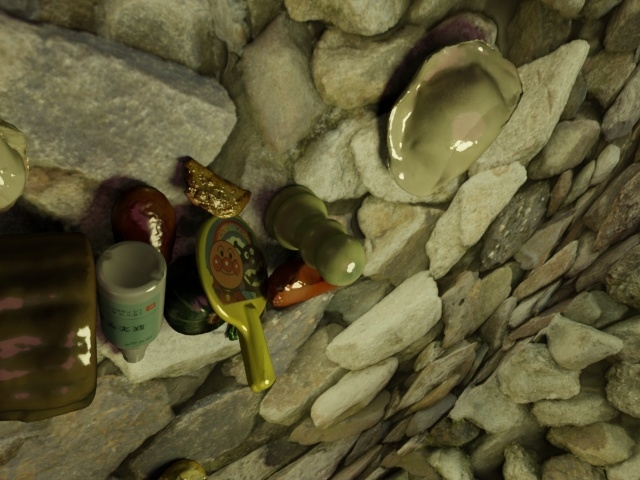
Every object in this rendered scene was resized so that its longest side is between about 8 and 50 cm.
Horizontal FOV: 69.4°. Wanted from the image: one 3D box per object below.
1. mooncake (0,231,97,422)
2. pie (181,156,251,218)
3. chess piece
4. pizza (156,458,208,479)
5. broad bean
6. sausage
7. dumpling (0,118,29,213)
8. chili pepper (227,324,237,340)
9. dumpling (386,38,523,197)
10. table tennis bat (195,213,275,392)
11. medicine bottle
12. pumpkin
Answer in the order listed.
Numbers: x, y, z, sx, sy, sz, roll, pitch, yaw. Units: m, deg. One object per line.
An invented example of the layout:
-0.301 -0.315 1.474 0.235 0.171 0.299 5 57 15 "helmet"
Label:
-0.442 0.130 0.716 0.162 0.290 0.290 -2 122 -31 "mooncake"
-0.204 -0.092 0.894 0.170 0.034 0.091 32 59 -43 "pie"
0.000 0.000 0.976 0.145 0.251 0.144 -21 131 -26 "chess piece"
-0.391 0.676 1.326 0.188 0.080 0.204 -35 152 23 "pizza"
-0.318 -0.024 0.843 0.114 0.085 0.165 -23 129 -46 "broad bean"
-0.014 0.084 1.089 0.330 0.102 0.102 -8 129 -60 "sausage"
-0.472 -0.110 0.639 0.136 0.118 0.199 -45 167 -21 "dumpling"
-0.206 0.216 1.146 0.091 0.030 0.034 -59 161 17 "chili pepper"
0.280 -0.279 1.057 0.260 0.181 0.341 34 129 -27 "dumpling"
-0.155 0.117 0.921 0.054 0.368 0.224 -15 175 23 "table tennis bat"
-0.354 0.143 0.872 0.110 0.110 0.351 -14 150 -30 "medicine bottle"
-0.246 0.121 0.971 0.167 0.125 0.167 -19 135 -20 "pumpkin"
